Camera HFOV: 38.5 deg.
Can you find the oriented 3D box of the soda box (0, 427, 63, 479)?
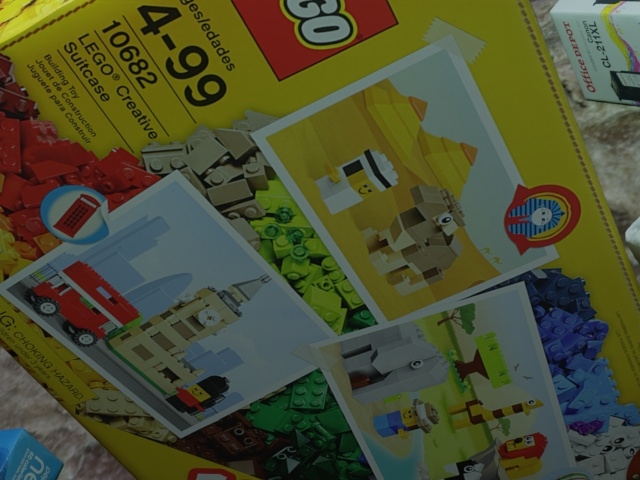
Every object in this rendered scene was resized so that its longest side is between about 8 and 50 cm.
[{"bbox_3d":[-0.345,0.297,0.919,0.067,0.071,0.210,-12,40,28],"label":"soda box"}]

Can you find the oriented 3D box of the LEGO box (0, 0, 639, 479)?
[{"bbox_3d":[0.000,0.000,0.635,0.372,0.500,0.193,-23,35,15],"label":"LEGO box"}]

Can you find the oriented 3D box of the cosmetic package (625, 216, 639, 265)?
[{"bbox_3d":[0.386,0.077,0.491,0.156,0.217,0.385,-42,34,-11],"label":"cosmetic package"}]

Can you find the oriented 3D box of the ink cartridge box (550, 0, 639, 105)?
[{"bbox_3d":[0.341,-0.204,0.938,0.072,0.127,0.175,-49,37,-18],"label":"ink cartridge box"}]
